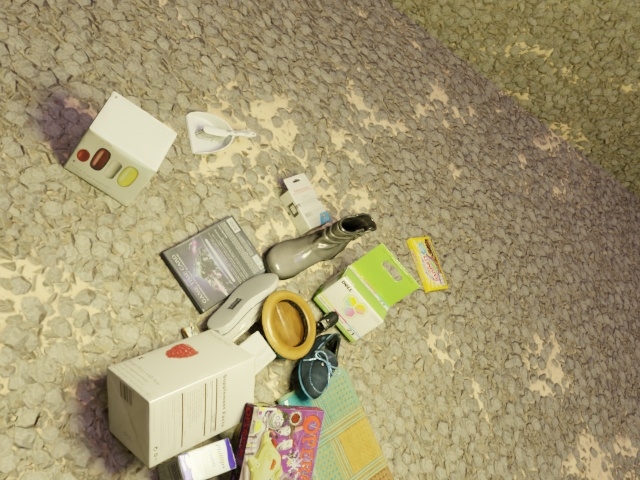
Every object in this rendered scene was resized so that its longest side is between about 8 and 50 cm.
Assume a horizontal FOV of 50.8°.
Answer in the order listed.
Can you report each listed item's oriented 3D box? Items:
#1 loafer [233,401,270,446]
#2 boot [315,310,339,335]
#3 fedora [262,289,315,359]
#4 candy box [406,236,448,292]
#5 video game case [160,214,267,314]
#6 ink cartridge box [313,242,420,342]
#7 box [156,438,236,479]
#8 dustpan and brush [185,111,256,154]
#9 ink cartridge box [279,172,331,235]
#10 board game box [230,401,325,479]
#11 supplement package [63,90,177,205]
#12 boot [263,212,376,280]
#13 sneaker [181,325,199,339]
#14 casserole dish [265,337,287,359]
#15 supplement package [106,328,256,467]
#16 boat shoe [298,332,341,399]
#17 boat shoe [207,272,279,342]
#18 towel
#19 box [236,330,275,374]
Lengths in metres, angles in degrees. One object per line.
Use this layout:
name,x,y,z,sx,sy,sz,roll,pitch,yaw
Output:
loafer,-0.173,0.471,1.737,0.056,0.050,0.148,43,46,-12
boot,0.011,0.242,1.958,0.121,0.099,0.045,-33,82,-15
fedora,-0.102,0.235,1.859,0.194,0.079,0.194,16,64,-37
candy box,0.386,0.086,2.432,0.105,0.027,0.206,-6,70,-38
video game case,-0.290,0.062,1.894,0.274,0.026,0.196,-34,90,-44
ink cartridge box,0.138,0.156,2.018,0.189,0.255,0.097,48,28,-7
box,-0.287,0.525,1.560,0.137,0.126,0.072,-8,70,-41
dustpan and brush,-0.301,-0.329,2.083,0.211,0.060,0.147,3,64,-38
ink cartridge box,-0.057,-0.117,2.161,0.104,0.060,0.180,-24,82,-44
board game box,-0.116,0.570,1.620,0.208,0.056,0.347,12,87,-38
supplement package,-0.519,-0.233,1.749,0.194,0.203,0.149,33,49,-20
boot,0.000,0.000,2.022,0.338,0.222,0.118,-25,84,-46
sneaker,-0.325,0.259,1.747,0.037,0.032,0.083,-22,81,-44
casserole dish,-0.103,0.257,1.928,0.114,0.037,0.188,28,52,-25
supplement package,-0.317,0.352,1.555,0.293,0.177,0.175,-16,120,-44
boat shoe,0.002,0.331,1.877,0.109,0.089,0.258,50,24,-21
boat shoe,-0.201,0.191,1.849,0.267,0.096,0.088,-49,136,-44
towel,0.046,0.564,1.874,0.271,0.040,0.370,-16,78,-43
box,-0.196,0.311,1.774,0.087,0.101,0.102,54,43,-1
